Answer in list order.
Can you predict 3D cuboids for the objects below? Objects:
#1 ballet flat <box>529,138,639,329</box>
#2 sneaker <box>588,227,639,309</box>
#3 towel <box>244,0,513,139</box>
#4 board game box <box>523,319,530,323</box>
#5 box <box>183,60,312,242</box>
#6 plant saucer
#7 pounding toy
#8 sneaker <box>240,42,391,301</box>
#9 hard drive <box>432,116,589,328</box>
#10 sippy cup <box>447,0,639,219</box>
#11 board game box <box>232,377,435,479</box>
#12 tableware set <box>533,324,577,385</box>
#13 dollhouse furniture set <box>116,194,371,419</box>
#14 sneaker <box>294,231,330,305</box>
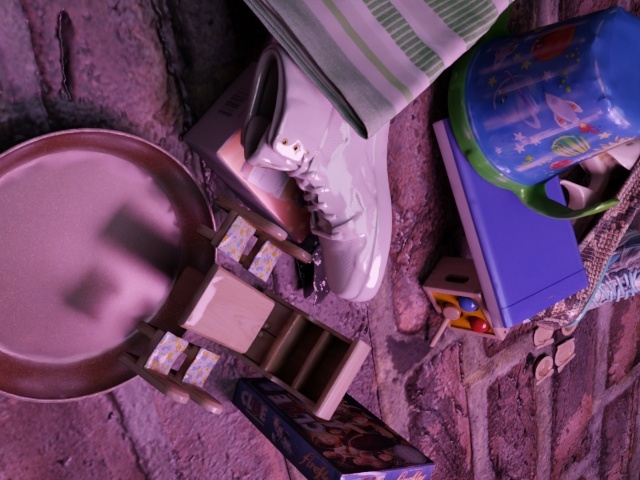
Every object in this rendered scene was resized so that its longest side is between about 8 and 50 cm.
[{"bbox_3d":[0.492,-0.071,1.230,0.182,0.164,0.483,37,83,-14],"label":"ballet flat"},{"bbox_3d":[0.591,0.069,1.372,0.283,0.122,0.110,-34,125,-22],"label":"sneaker"},{"bbox_3d":[0.064,-0.285,0.739,0.248,0.038,0.325,49,55,-4],"label":"towel"},{"bbox_3d":[0.423,0.109,1.327,0.090,0.020,0.090,-10,113,-34],"label":"board game box"},{"bbox_3d":[-0.053,-0.105,0.821,0.130,0.091,0.170,-50,130,-10],"label":"box"},{"bbox_3d":[-0.261,0.028,0.745,0.310,0.050,0.311,-15,116,-33],"label":"plant saucer"},{"bbox_3d":[0.232,0.108,1.116,0.100,0.141,0.130,-52,125,-27],"label":"pounding toy"},{"bbox_3d":[-0.013,-0.067,0.744,0.169,0.108,0.293,-8,102,-34],"label":"sneaker"},{"bbox_3d":[0.301,-0.050,1.057,0.210,0.040,0.319,-19,93,-33],"label":"hard drive"},{"bbox_3d":[0.336,-0.202,0.943,0.305,0.224,0.240,46,62,-19],"label":"sippy cup"},{"bbox_3d":[0.012,0.259,0.923,0.165,0.243,0.042,8,103,-40],"label":"board game box"},{"bbox_3d":[0.494,0.217,1.428,0.141,0.020,0.169,-23,122,-29],"label":"tableware set"},{"bbox_3d":[-0.067,0.108,0.804,0.212,0.161,0.242,-59,150,-7],"label":"dollhouse furniture set"},{"bbox_3d":[-0.002,-0.001,0.930,0.089,0.051,0.170,-34,129,-28],"label":"sneaker"}]
